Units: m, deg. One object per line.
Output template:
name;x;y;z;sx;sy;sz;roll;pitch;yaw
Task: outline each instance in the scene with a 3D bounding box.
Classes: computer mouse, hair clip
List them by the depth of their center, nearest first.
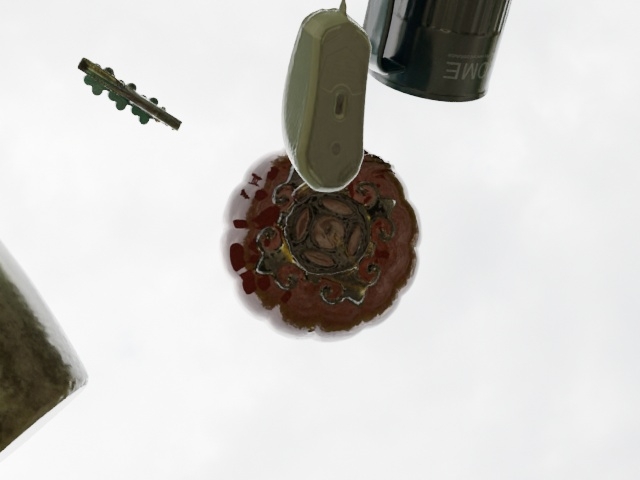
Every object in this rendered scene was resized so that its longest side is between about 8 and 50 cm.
computer mouse;0.002;-0.139;0.701;0.089;0.056;0.181;-6;-74;-47
hair clip;-0.276;-0.203;1.051;0.173;0.049;0.049;33;-113;-36

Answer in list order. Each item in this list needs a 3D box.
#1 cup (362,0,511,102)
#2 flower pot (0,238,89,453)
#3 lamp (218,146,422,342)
cup;0.199;-0.434;1.325;0.308;0.292;0.242;0;-145;-18
flower pot;-0.497;0.137;0.987;0.330;0.293;0.293;47;-115;0
lamp;0.000;0.000;1.079;0.303;0.257;0.303;0;-95;-3
